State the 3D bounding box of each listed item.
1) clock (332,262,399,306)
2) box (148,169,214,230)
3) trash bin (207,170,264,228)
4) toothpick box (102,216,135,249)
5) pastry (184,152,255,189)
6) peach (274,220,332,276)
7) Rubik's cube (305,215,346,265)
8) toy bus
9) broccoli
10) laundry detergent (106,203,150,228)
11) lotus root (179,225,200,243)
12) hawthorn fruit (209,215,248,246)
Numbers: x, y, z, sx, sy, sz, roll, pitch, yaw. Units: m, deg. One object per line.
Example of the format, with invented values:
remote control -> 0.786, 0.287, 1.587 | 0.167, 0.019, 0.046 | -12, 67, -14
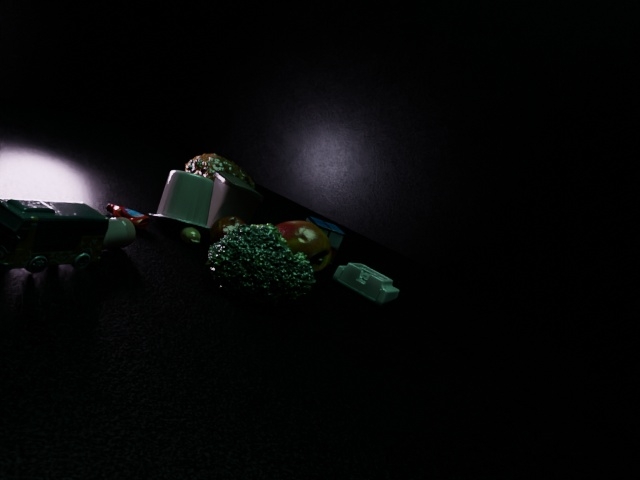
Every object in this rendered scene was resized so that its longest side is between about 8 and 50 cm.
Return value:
clock -> 0.220, 0.186, 2.214 | 0.262, 0.116, 0.231 | 29, 13, 23
box -> -0.523, -0.162, 1.983 | 0.291, 0.206, 0.262 | 14, -1, -36
trash bin -> -0.407, -0.154, 2.195 | 0.219, 0.250, 0.220 | 15, 15, -38
toothpick box -> -0.661, -0.019, 1.497 | 0.099, 0.098, 0.149 | 26, 13, 12
pastry -> -0.490, -0.253, 2.429 | 0.337, 0.292, 0.405 | 37, 5, 19
peach -> -0.091, 0.030, 2.011 | 0.281, 0.238, 0.281 | 3, 28, -2
Rubik's cube -> 0.000, 0.000, 2.456 | 0.184, 0.180, 0.167 | 21, 11, -21
toy bus -> -0.704, -0.017, 1.244 | 0.139, 0.167, 0.275 | 28, 14, 21
broccoli -> -0.189, 0.067, 1.640 | 0.376, 0.249, 0.302 | 15, 16, -10
laundry detergent -> -0.734, -0.093, 1.820 | 0.165, 0.049, 0.097 | 22, 15, 8
lotus root -> -0.506, -0.021, 1.878 | 0.073, 0.062, 0.150 | 17, 7, -34
hawthorn fruit -> -0.360, -0.017, 1.917 | 0.174, 0.173, 0.179 | 27, 12, 19
